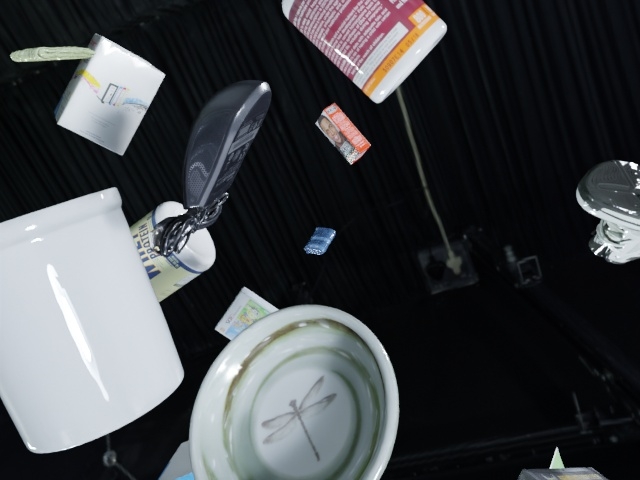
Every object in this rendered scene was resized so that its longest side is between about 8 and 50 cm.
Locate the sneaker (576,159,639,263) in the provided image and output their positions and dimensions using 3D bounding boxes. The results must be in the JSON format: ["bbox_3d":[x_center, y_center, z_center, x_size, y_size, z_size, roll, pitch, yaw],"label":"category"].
[{"bbox_3d":[0.695,-0.029,1.348,0.447,0.169,0.257,5,144,-29],"label":"sneaker"}]

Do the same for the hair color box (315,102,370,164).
[{"bbox_3d":[0.056,-0.268,1.479,0.043,0.141,0.072,-38,176,-25],"label":"hair color box"}]

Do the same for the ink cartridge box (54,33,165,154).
[{"bbox_3d":[-0.528,-0.368,1.465,0.232,0.168,0.171,-59,-147,6],"label":"ink cartridge box"}]

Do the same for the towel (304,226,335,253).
[{"bbox_3d":[0.000,0.000,1.831,0.067,0.029,0.119,6,-146,21],"label":"towel"}]

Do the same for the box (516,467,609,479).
[{"bbox_3d":[0.410,0.411,0.853,0.183,0.231,0.056,33,-78,48],"label":"box"}]

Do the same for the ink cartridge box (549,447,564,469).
[{"bbox_3d":[0.491,0.576,1.204,0.056,0.235,0.171,-24,177,31],"label":"ink cartridge box"}]

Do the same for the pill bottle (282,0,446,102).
[{"bbox_3d":[0.061,-0.512,1.276,0.224,0.392,0.224,-47,-177,3],"label":"pill bottle"}]

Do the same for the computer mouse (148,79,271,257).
[{"bbox_3d":[-0.160,-0.116,0.831,0.272,0.072,0.188,-58,177,24],"label":"computer mouse"}]

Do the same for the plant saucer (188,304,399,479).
[{"bbox_3d":[-0.040,0.313,1.031,0.400,0.100,0.400,-15,-127,22],"label":"plant saucer"}]

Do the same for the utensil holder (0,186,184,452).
[{"bbox_3d":[-0.460,0.136,1.080,0.327,0.385,0.327,-20,-171,3],"label":"utensil holder"}]

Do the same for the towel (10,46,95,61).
[{"bbox_3d":[-0.579,-0.405,1.274,0.110,0.027,0.148,7,-159,30],"label":"towel"}]

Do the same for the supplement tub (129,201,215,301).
[{"bbox_3d":[-0.505,0.060,1.753,0.325,0.235,0.235,-34,-161,13],"label":"supplement tub"}]

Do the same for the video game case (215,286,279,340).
[{"bbox_3d":[-0.153,0.237,1.538,0.193,0.212,0.023,-52,-175,41],"label":"video game case"}]

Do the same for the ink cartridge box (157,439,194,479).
[{"bbox_3d":[-0.246,0.648,1.497,0.197,0.270,0.198,-25,-172,12],"label":"ink cartridge box"}]
